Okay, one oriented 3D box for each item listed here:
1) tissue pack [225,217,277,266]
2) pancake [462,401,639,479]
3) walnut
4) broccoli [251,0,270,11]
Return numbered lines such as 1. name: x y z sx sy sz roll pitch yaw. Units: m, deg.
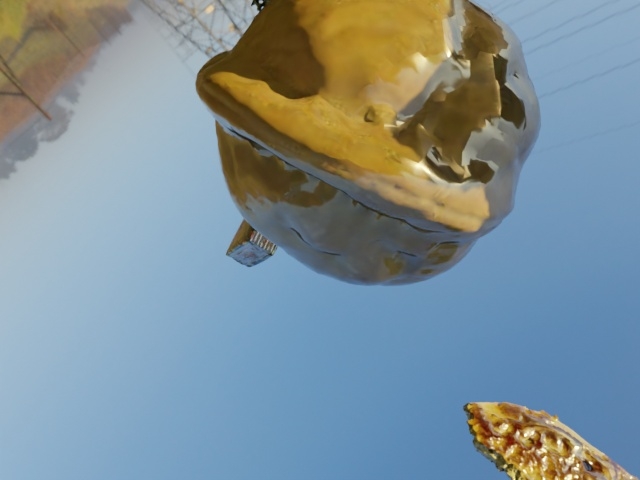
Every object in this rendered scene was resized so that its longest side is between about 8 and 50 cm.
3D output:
1. tissue pack: -0.091 -0.036 1.037 0.108 0.060 0.148 -28 -146 60
2. pancake: 0.310 0.336 0.808 0.057 0.265 0.245 114 -13 -45
3. walnut: 0.063 -0.132 0.732 0.383 0.384 0.384 -30 -152 18
4. broccoli: -0.050 -0.354 0.890 0.096 0.092 0.095 3 -168 -9
